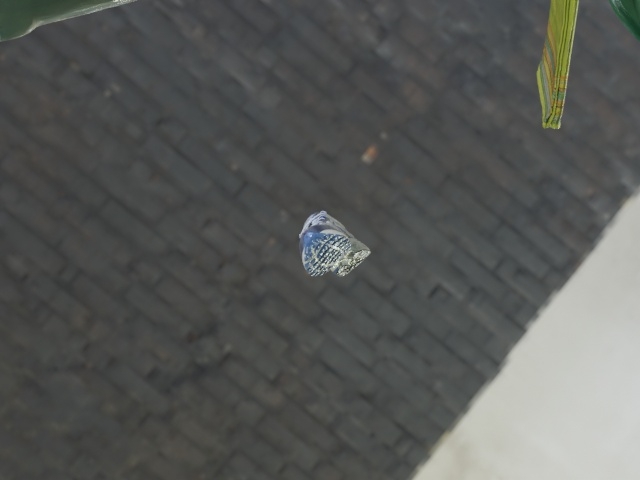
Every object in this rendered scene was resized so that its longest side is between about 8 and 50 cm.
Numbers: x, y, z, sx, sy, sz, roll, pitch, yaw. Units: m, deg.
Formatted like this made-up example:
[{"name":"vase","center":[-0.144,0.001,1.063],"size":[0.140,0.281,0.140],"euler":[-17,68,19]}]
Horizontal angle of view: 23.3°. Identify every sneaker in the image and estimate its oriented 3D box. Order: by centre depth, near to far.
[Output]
[{"name":"sneaker","center":[0.000,0.000,1.509],"size":[0.058,0.052,0.135],"euler":[49,-173,17]}]

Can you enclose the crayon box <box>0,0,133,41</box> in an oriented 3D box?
[{"name":"crayon box","center":[-0.111,-0.254,0.737],"size":[0.081,0.202,0.318],"euler":[94,153,-54]}]

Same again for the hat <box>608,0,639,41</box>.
[{"name":"hat","center":[0.265,-0.102,1.042],"size":[0.208,0.183,0.173],"euler":[7,146,32]}]

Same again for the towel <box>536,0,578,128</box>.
[{"name":"towel","center":[0.261,-0.239,1.718],"size":[0.237,0.021,0.102],"euler":[89,178,-51]}]
